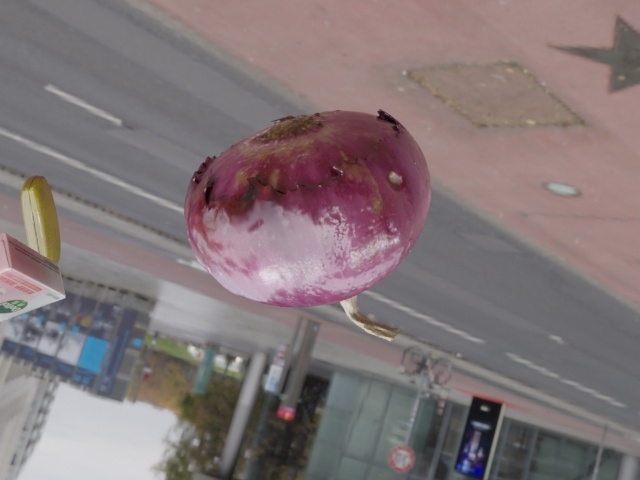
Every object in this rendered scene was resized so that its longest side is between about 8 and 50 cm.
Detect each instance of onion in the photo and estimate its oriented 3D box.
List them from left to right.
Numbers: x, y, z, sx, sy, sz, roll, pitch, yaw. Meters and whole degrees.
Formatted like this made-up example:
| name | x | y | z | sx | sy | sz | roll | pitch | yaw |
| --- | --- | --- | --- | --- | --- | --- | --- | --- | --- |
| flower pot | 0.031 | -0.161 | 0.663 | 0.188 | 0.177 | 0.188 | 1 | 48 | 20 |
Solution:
| name | x | y | z | sx | sy | sz | roll | pitch | yaw |
| --- | --- | --- | --- | --- | --- | --- | --- | --- | --- |
| onion | -0.022 | -0.030 | 1.281 | 0.358 | 0.344 | 0.358 | 8 | -164 | -2 |

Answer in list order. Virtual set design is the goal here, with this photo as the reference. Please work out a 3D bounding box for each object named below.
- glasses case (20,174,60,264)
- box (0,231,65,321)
| name | x | y | z | sx | sy | sz | roll | pitch | yaw |
| --- | --- | --- | --- | --- | --- | --- | --- | --- | --- |
| glasses case | -0.610 | -0.032 | 1.917 | 0.064 | 0.234 | 0.079 | 3 | -148 | 2 |
| box | -0.339 | 0.041 | 0.930 | 0.089 | 0.043 | 0.125 | -21 | 160 | 5 |
